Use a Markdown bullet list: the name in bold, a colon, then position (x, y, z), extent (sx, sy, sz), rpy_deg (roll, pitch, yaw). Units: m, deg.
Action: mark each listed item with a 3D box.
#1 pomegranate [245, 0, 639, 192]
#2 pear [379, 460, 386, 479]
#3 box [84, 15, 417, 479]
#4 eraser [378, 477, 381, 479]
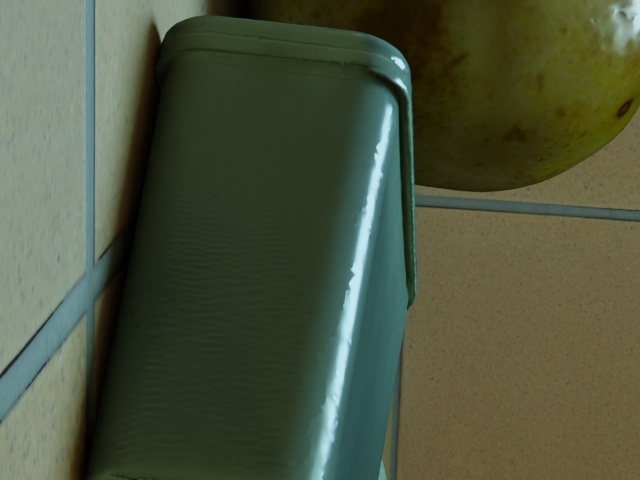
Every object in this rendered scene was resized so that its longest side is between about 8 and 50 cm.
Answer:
- **pomegranate**: position (0.113, -0.236, 1.646), extent (0.416, 0.417, 0.416), rpy_deg (4, 90, -84)
- **pear**: position (0.013, 0.285, 2.237), extent (0.141, 0.104, 0.141), rpy_deg (49, 33, -48)
- **box**: position (-0.036, 0.084, 1.343), extent (0.352, 0.177, 0.344), rpy_deg (84, 13, -60)
- **eraser**: position (-0.011, 0.330, 1.807), extent (0.174, 0.095, 0.270), rpy_deg (-93, -165, -44)
